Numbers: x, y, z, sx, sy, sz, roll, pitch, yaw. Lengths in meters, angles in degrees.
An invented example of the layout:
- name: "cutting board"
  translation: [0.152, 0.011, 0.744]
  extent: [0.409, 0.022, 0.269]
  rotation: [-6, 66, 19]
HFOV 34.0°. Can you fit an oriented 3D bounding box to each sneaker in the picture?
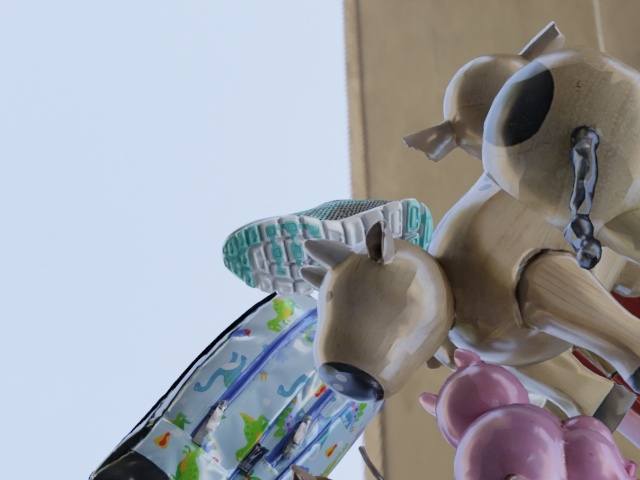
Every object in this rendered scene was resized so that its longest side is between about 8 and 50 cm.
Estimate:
- name: "sneaker"
  translation: [0.000, 0.000, 0.811]
  extent: [0.076, 0.166, 0.065]
  rotation: [-152, -123, -65]

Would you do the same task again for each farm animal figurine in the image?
- name: "farm animal figurine"
  translation: [0.088, 0.015, 0.492]
  extent: [0.172, 0.327, 0.330]
  rotation: [38, -47, 13]

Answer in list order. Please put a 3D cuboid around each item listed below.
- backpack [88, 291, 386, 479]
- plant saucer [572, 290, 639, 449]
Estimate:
- name: "backpack"
  translation: [-0.082, 0.227, 1.281]
  extent: [0.273, 0.290, 0.355]
  rotation: [21, -119, 13]
- name: "plant saucer"
  translation: [0.340, 0.056, 1.100]
  extent: [0.258, 0.048, 0.259]
  rotation: [-51, -129, 5]
